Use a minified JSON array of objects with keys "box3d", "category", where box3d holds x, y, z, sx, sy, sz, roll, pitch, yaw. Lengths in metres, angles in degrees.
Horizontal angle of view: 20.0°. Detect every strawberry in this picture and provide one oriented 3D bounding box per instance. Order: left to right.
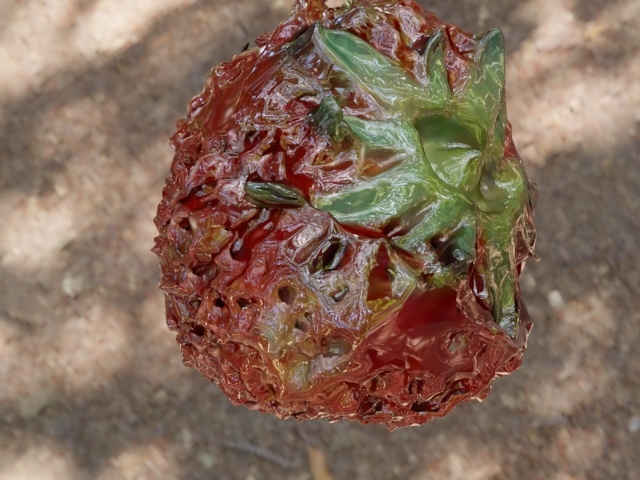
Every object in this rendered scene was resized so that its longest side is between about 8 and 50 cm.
[{"box3d":[0.000,0.000,0.797,0.184,0.187,0.201,-30,-2,-45],"category":"strawberry"}]
